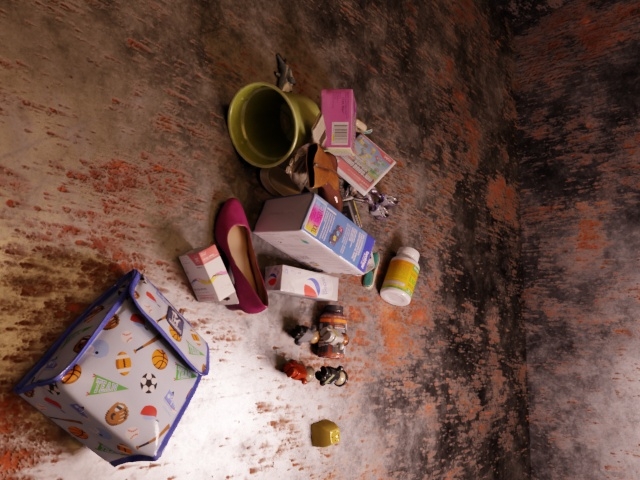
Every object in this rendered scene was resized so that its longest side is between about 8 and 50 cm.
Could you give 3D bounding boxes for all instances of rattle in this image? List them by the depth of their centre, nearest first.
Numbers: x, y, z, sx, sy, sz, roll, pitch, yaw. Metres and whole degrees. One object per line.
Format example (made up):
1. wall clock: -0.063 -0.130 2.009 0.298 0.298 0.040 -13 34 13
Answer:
1. rattle: 0.137 -0.451 2.071 0.200 0.130 0.142 22 78 -70

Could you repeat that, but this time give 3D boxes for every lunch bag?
1. lunch bag: -0.469 0.301 1.220 0.327 0.239 0.385 56 33 -23

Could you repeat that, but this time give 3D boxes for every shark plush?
1. shark plush: -0.141 -0.631 1.825 0.067 0.073 0.161 -11 97 -16

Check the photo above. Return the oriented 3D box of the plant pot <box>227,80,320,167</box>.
1. plant pot: -0.134 -0.408 1.674 0.254 0.276 0.275 -31 106 -56

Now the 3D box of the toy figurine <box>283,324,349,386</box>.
1. toy figurine: -0.004 0.401 1.689 0.148 0.213 0.209 32 59 -49

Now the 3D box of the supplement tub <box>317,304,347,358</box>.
1. supplement tub: 0.046 0.343 1.821 0.106 0.106 0.197 18 72 -43

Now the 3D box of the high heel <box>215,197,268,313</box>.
1. high heel: -0.229 0.041 1.532 0.127 0.181 0.376 -5 88 -46

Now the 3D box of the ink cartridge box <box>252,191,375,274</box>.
1. ink cartridge box: 0.000 0.000 1.710 0.395 0.270 0.151 37 65 -36

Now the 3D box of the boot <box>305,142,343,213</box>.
1. boot: 0.015 -0.184 1.652 0.280 0.096 0.263 -18 113 -78

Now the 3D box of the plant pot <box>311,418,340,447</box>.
1. plant pot: 0.025 0.705 1.758 0.082 0.083 0.081 1 83 -45

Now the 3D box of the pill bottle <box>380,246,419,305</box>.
1. pill bottle: 0.362 0.154 2.152 0.136 0.136 0.245 43 55 -33

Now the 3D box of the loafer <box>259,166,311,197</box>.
1. loafer: -0.106 -0.192 1.759 0.269 0.092 0.101 35 58 -38

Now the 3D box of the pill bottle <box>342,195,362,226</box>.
1. pill bottle: 0.108 -0.081 1.953 0.103 0.103 0.184 -27 103 -45

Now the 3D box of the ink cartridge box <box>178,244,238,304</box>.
1. ink cartridge box: -0.335 0.119 1.458 0.067 0.115 0.198 -34 107 -44

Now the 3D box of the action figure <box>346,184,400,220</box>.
1. action figure: 0.211 -0.211 2.087 0.285 0.099 0.185 39 68 -30

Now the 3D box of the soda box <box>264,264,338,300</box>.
1. soda box: -0.064 0.158 1.744 0.286 0.098 0.091 17 72 -44

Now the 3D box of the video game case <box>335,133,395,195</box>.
1. video game case: 0.179 -0.329 2.052 0.204 0.025 0.285 41 49 3

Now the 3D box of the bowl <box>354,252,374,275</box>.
1. bowl: 0.154 0.069 2.013 0.142 0.053 0.142 -22 100 -45

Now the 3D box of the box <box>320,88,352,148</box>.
1. box: 0.071 -0.444 1.856 0.243 0.118 0.213 -19 110 -83

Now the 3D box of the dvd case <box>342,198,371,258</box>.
1. dvd case: 0.091 -0.032 1.873 0.030 0.179 0.238 -28 104 -41

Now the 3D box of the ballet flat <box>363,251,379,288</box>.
1. ballet flat: 0.217 0.132 2.080 0.052 0.057 0.168 60 45 -60

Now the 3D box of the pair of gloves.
1. pair of gloves: -0.043 -0.300 1.644 0.240 0.042 0.204 -64 170 -5
